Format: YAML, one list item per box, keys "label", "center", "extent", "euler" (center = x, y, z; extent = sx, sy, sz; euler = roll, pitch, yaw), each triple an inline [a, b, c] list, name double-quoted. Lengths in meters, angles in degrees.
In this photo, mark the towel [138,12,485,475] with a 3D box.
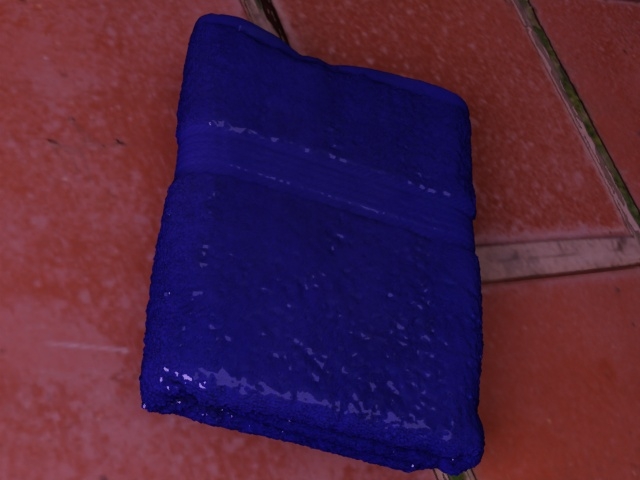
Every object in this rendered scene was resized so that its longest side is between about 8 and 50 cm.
- label: "towel"
  center: [0.000, 0.000, 0.735]
  extent: [0.227, 0.076, 0.308]
  euler: [16, 51, -17]
